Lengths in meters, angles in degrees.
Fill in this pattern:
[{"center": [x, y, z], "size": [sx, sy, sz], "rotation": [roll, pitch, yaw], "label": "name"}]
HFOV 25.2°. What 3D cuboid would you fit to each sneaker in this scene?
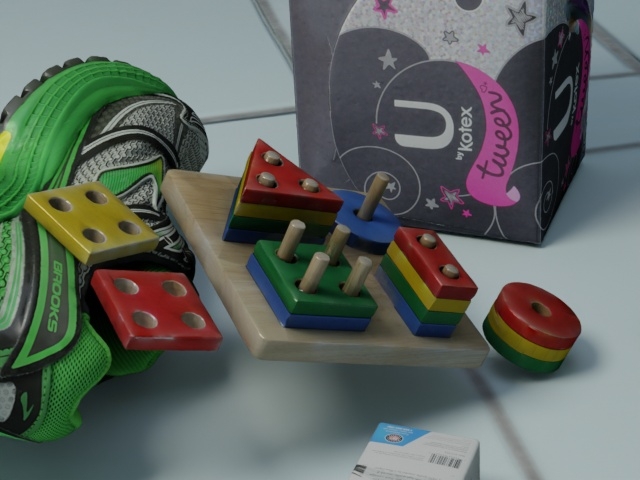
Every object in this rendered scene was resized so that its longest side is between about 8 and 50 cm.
[{"center": [-0.127, 0.009, 0.764], "size": [0.146, 0.134, 0.343], "rotation": [27, 28, 2], "label": "sneaker"}]

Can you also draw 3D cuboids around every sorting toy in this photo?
[{"center": [0.000, 0.000, 0.696], "size": [0.274, 0.046, 0.132], "rotation": [5, 35, -33], "label": "sorting toy"}]

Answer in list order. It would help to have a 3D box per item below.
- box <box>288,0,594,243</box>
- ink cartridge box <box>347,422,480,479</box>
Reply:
[{"center": [0.078, -0.142, 0.872], "size": [0.163, 0.247, 0.142], "rotation": [8, 31, 20], "label": "box"}, {"center": [0.035, 0.116, 0.615], "size": [0.048, 0.028, 0.083], "rotation": [8, 29, 19], "label": "ink cartridge box"}]
